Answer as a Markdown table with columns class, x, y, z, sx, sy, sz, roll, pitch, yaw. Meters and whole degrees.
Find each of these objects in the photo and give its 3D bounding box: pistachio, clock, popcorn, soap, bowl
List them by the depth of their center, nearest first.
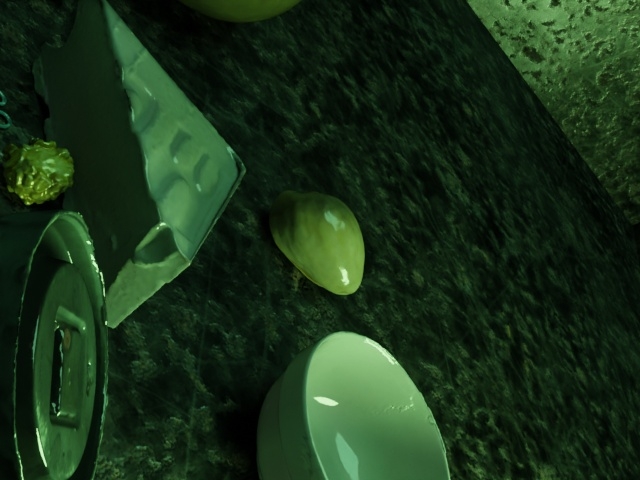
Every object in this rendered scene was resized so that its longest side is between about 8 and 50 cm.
| class | x | y | z | sx | sy | sz | roll | pitch | yaw |
| --- | --- | --- | --- | --- | --- | --- | --- | --- | --- |
| clock | -0.244 | 0.111 | 0.776 | 0.280 | 0.055 | 0.281 | 0 | 90 | -90 |
| popcorn | -0.316 | -0.079 | 0.992 | 0.083 | 0.057 | 0.082 | 31 | 42 | -22 |
| soap | -0.248 | -0.094 | 1.019 | 0.302 | 0.159 | 0.258 | 47 | 34 | -17 |
| bowl | 0.025 | 0.270 | 1.107 | 0.287 | 0.143 | 0.287 | 36 | 37 | -34 |
| pistachio | 0.000 | 0.000 | 1.352 | 0.185 | 0.124 | 0.124 | 62 | 29 | -7 |

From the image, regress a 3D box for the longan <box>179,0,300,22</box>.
| class | x | y | z | sx | sy | sz | roll | pitch | yaw |
| --- | --- | --- | --- | --- | --- | --- | --- | --- | --- |
| longan | -0.139 | -0.518 | 1.409 | 0.361 | 0.361 | 0.361 | 37 | 36 | -34 |

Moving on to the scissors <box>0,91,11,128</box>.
| class | x | y | z | sx | sy | sz | roll | pitch | yaw |
| --- | --- | --- | --- | --- | --- | --- | --- | --- | --- |
| scissors | -0.395 | -0.159 | 0.987 | 0.119 | 0.014 | 0.058 | 12 | 53 | -57 |
